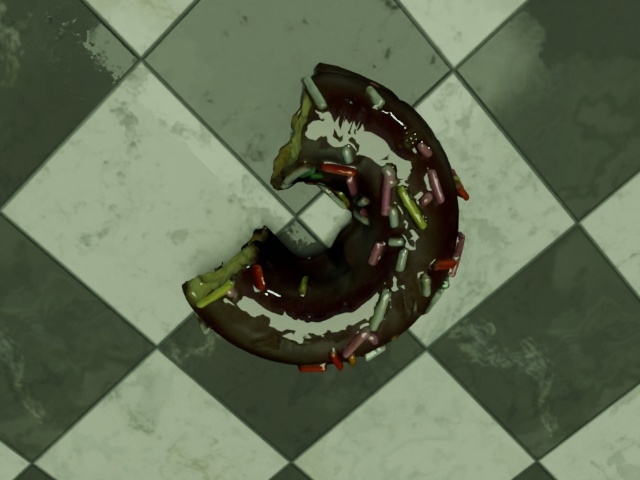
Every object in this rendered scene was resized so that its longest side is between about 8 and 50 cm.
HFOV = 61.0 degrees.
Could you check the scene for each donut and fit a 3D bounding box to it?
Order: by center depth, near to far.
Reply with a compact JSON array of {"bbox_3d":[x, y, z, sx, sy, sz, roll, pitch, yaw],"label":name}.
[{"bbox_3d":[0.022,0.008,0.611,0.259,0.136,0.345,32,104,-8],"label":"donut"}]
